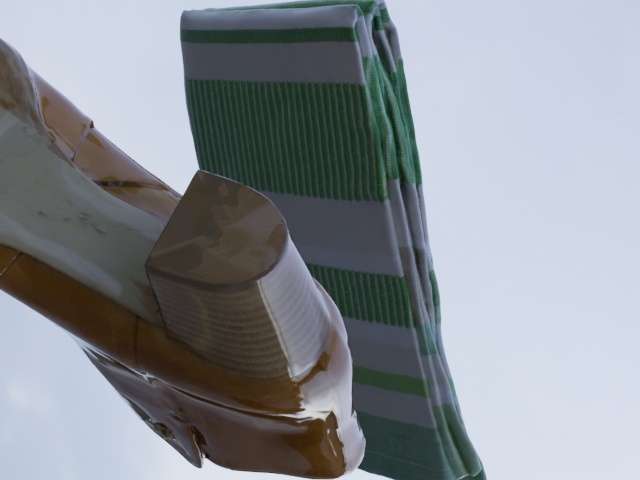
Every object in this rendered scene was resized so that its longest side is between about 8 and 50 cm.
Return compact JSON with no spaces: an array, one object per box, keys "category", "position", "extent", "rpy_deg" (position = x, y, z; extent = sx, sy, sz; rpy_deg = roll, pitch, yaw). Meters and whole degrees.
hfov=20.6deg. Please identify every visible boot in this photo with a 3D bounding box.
[{"category":"boot","position":[-0.119,0.016,0.833],"extent":[0.295,0.104,0.211],"rpy_deg":[24,-27,21]}]

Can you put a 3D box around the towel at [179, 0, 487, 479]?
[{"category":"towel","position":[0.000,0.000,1.181],"extent":[0.248,0.038,0.325],"rpy_deg":[8,-64,55]}]
